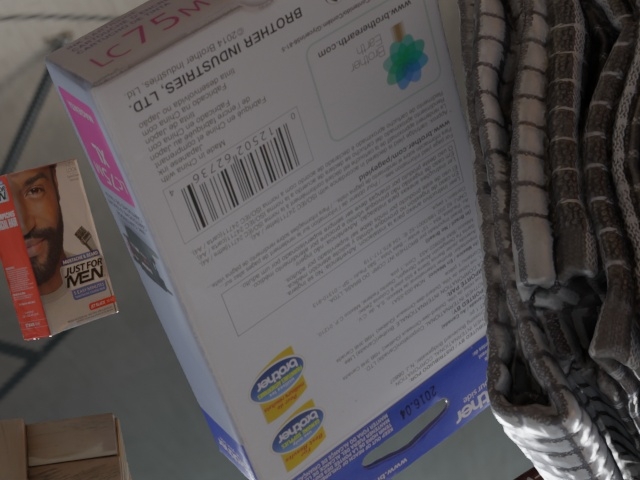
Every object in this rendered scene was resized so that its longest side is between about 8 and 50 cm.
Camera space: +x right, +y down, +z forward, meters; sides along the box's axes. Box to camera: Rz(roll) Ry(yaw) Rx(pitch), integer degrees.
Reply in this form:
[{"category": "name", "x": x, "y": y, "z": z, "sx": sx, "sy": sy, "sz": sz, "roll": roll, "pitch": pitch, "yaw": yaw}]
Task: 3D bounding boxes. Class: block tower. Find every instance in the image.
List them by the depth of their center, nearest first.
[{"category": "block tower", "x": -0.187, "y": 0.215, "z": 0.935, "sx": 0.097, "sy": 0.091, "sz": 0.335, "roll": -7, "pitch": 160, "yaw": -7}]

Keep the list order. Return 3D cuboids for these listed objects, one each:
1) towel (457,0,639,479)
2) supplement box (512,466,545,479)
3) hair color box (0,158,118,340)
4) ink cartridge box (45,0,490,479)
[{"category": "towel", "x": 0.159, "y": -0.004, "z": 0.613, "sx": 0.121, "sy": 0.283, "sz": 0.235, "roll": -13, "pitch": 145, "yaw": 20}, {"category": "supplement box", "x": 0.228, "y": 0.279, "z": 0.903, "sx": 0.073, "sy": 0.239, "sz": 0.130, "roll": -29, "pitch": 124, "yaw": -18}, {"category": "hair color box", "x": -0.277, "y": 0.008, "z": 1.257, "sx": 0.053, "sy": 0.167, "sz": 0.093, "roll": -12, "pitch": -175, "yaw": 42}, {"category": "ink cartridge box", "x": 0.000, "y": 0.000, "z": 0.646, "sx": 0.186, "sy": 0.065, "sz": 0.311, "roll": -34, "pitch": 125, "yaw": -21}]
